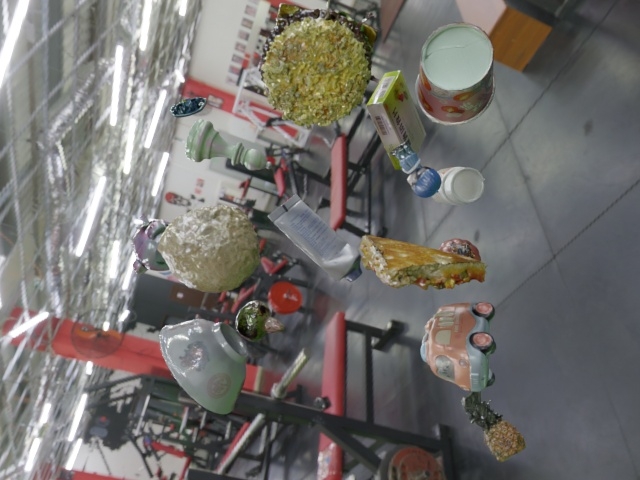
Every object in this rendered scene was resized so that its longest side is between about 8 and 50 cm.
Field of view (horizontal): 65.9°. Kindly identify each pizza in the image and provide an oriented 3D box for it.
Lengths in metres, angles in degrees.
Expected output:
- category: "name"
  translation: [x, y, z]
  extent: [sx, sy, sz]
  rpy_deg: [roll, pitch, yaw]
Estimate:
- category: "pizza"
  translation: [0.257, 0.087, 1.513]
  extent: [0.406, 0.439, 0.130]
  rpy_deg: [-16, -65, -59]

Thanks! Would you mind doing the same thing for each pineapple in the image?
- category: "pineapple"
  translation: [0.604, 0.646, 1.749]
  extent: [0.248, 0.128, 0.128]
  rpy_deg: [55, 136, 27]

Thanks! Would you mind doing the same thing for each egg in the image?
- category: "egg"
  translation: [-0.319, 0.026, 1.451]
  extent: [0.279, 0.310, 0.279]
  rpy_deg: [-3, -90, -69]

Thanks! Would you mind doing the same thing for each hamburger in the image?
- category: "hamburger"
  translation: [-0.002, -0.346, 0.991]
  extent: [0.139, 0.243, 0.262]
  rpy_deg: [-97, 16, -52]

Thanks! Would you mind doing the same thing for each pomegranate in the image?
- category: "pomegranate"
  translation: [-0.206, 0.279, 1.681]
  extent: [0.125, 0.163, 0.138]
  rpy_deg: [152, 135, -72]

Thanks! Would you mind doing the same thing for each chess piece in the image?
- category: "chess piece"
  translation: [-0.287, -0.284, 1.598]
  extent: [0.139, 0.271, 0.139]
  rpy_deg: [-160, 90, -86]

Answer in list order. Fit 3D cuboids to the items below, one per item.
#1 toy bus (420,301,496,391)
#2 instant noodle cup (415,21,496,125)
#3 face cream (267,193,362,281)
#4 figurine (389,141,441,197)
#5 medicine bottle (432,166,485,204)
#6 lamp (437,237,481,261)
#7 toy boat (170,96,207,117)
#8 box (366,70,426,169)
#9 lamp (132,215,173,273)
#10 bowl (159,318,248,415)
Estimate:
- category: "toy bus"
  translation: [0.442, 0.325, 1.579]
  extent: [0.288, 0.232, 0.194]
  rpy_deg: [-62, -31, -47]
- category: "instant noodle cup"
  translation: [0.391, -0.479, 1.421]
  extent: [0.231, 0.242, 0.243]
  rpy_deg: [17, -89, -76]
- category: "face cream"
  translation: [0.000, 0.000, 1.963]
  extent: [0.137, 0.420, 0.235]
  rpy_deg: [-46, 0, 39]
- category: "figurine"
  translation: [0.239, -0.174, 1.223]
  extent: [0.086, 0.149, 0.087]
  rpy_deg: [-31, -1, -43]
- category: "medicine bottle"
  translation: [0.499, -0.199, 1.821]
  extent: [0.252, 0.144, 0.145]
  rpy_deg: [-117, 46, -81]
- category: "lamp"
  translation: [0.562, 0.069, 2.010]
  extent: [0.140, 0.182, 0.182]
  rpy_deg: [87, -170, -54]
- category: "toy boat"
  translation: [-0.481, -0.492, 1.809]
  extent: [0.061, 0.137, 0.060]
  rpy_deg: [97, 155, -72]
- category: "box"
  translation: [0.249, -0.381, 1.582]
  extent: [0.062, 0.260, 0.175]
  rpy_deg: [1, 49, 36]
- category: "lamp"
  translation: [-0.599, -0.007, 1.948]
  extent: [0.301, 0.247, 0.247]
  rpy_deg: [-19, -29, -54]
- category: "bowl"
  translation: [-0.335, 0.363, 1.575]
  extent: [0.157, 0.345, 0.345]
  rpy_deg: [-40, 17, 3]
